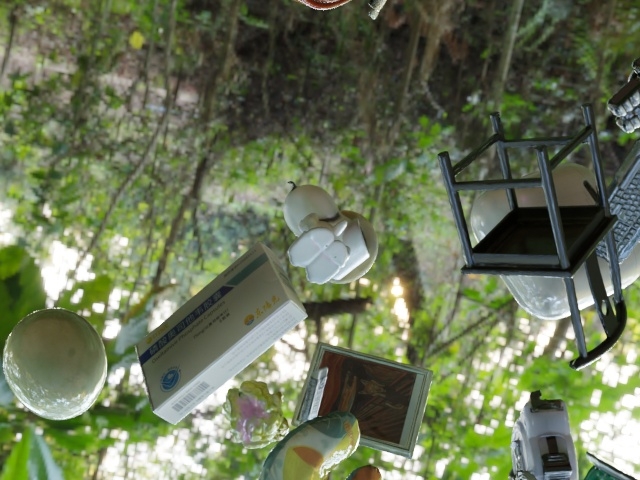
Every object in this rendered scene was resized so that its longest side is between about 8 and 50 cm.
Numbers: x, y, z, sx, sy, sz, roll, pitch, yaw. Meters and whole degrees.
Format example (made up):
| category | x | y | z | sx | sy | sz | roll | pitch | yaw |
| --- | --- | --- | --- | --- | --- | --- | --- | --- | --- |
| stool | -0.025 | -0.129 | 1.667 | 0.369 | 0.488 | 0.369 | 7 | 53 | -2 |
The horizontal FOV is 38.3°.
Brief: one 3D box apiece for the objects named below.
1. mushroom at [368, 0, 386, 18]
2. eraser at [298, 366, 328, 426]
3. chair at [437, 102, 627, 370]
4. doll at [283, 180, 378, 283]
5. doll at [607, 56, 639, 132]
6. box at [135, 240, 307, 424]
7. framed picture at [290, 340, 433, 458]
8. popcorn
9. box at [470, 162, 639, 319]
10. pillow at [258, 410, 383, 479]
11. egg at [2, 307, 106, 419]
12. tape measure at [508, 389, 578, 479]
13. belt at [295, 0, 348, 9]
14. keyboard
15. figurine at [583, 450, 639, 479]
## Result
| category | x | y | z | sx | sy | sz | roll | pitch | yaw |
| --- | --- | --- | --- | --- | --- | --- | --- | --- | --- |
| mushroom | 0.162 | -0.509 | 1.801 | 0.060 | 0.187 | 0.061 | 52 | -168 | 7 |
| eraser | -0.012 | 0.230 | 1.354 | 0.019 | 0.099 | 0.027 | 21 | -164 | 31 |
| chair | 0.249 | -0.006 | 1.036 | 0.141 | 0.260 | 0.154 | 1 | -153 | 40 |
| doll | 0.013 | 0.016 | 1.560 | 0.208 | 0.144 | 0.271 | 45 | -169 | -25 |
| doll | 0.428 | -0.214 | 1.072 | 0.091 | 0.219 | 0.067 | 46 | -173 | -36 |
| box | -0.201 | 0.178 | 1.796 | 0.065 | 0.343 | 0.200 | 44 | -171 | -40 |
| framed picture | 0.094 | 0.342 | 2.013 | 0.273 | 0.216 | 0.016 | 13 | 148 | 9 |
| popcorn | -0.136 | 0.360 | 1.914 | 0.126 | 0.125 | 0.145 | 13 | -166 | -47 |
| box | 0.473 | -0.006 | 1.822 | 0.349 | 0.141 | 0.288 | -18 | -111 | -38 |
| pillow | -0.004 | 0.353 | 1.294 | 0.086 | 0.233 | 0.214 | 13 | -135 | 45 |
| egg | -0.502 | 0.236 | 1.747 | 0.188 | 0.188 | 0.253 | 8 | -153 | -29 |
| tape measure | 0.381 | 0.384 | 1.606 | 0.105 | 0.178 | 0.196 | -4 | 144 | -2 |
| belt | 0.025 | -0.525 | 1.538 | 0.115 | 0.227 | 0.324 | 30 | -125 | 28 |
| keyboard | 0.556 | -0.070 | 1.642 | 0.106 | 0.262 | 0.016 | 25 | -146 | 1 |
| figurine | 0.583 | 0.645 | 1.960 | 0.324 | 0.340 | 0.231 | 28 | 178 | 28 |
